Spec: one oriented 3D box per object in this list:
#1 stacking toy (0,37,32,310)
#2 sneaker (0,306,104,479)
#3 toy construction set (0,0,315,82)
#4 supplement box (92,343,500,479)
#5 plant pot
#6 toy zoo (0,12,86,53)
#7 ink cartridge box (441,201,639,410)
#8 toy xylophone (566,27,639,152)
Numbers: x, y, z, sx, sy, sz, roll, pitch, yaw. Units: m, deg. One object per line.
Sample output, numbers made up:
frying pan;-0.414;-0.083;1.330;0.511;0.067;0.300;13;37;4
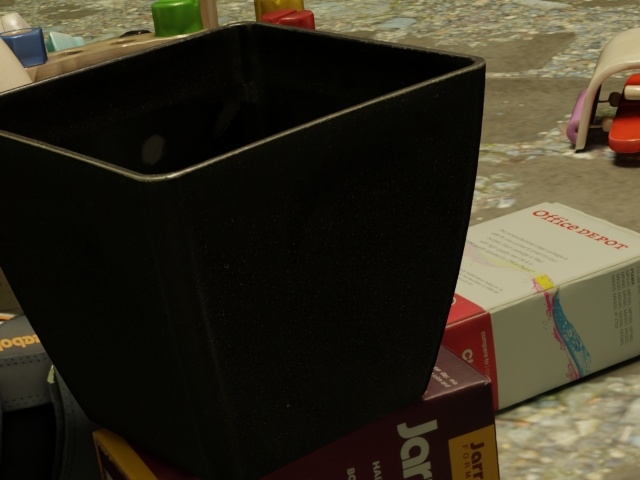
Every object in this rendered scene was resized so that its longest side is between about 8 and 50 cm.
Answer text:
stacking toy;-0.370;-0.017;1.166;0.350;0.351;0.480;-13;6;-13
sneaker;-0.166;0.099;0.887;0.127;0.126;0.321;16;18;28
toy construction set;-0.058;-0.084;1.192;0.257;0.309;0.237;-28;3;24
supplement box;-0.008;0.127;0.838;0.188;0.104;0.081;-16;22;-21
plant pot;-0.041;0.005;0.787;0.188;0.167;0.187;-24;26;-34
toy zoo;-0.332;-0.110;1.377;0.293;0.030;0.192;-19;-14;-9
ink cartridge box;0.115;0.044;1.061;0.175;0.072;0.127;-17;22;-24
toy xylophone;0.362;-0.128;1.416;0.322;0.081;0.236;1;22;23
